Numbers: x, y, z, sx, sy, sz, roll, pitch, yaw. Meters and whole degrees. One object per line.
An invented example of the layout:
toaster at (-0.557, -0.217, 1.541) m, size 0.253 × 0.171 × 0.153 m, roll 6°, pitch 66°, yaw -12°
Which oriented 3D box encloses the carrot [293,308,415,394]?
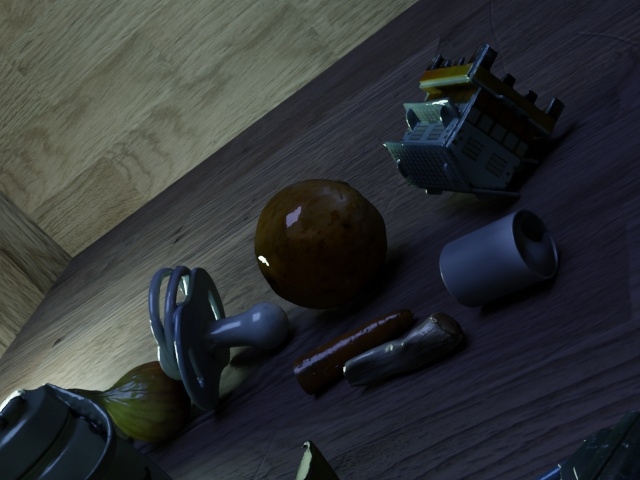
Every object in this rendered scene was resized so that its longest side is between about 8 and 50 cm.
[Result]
carrot at (0.056, 0.161, 1.481) m, size 0.209 × 0.061 × 0.061 m, roll -33°, pitch 21°, yaw 16°

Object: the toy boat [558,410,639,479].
toy boat at (0.222, 0.265, 0.856) m, size 0.085 × 0.078 × 0.260 m, roll 16°, pitch 59°, yaw 49°

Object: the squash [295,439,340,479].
squash at (-0.037, 0.330, 1.143) m, size 0.204 × 0.155 × 0.237 m, roll -33°, pitch 23°, yaw 25°

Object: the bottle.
bottle at (-0.393, 0.360, 1.501) m, size 0.229 × 0.352 × 0.229 m, roll -36°, pitch 19°, yaw 15°

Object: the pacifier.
pacifier at (-0.173, 0.157, 1.758) m, size 0.232 × 0.244 × 0.299 m, roll -8°, pitch 28°, yaw 8°

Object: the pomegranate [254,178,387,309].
pomegranate at (0.000, 0.000, 1.673) m, size 0.248 × 0.248 × 0.248 m, roll -38°, pitch 19°, yaw 16°

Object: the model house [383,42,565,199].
model house at (0.243, -0.178, 1.594) m, size 0.215 × 0.198 × 0.224 m, roll -59°, pitch 21°, yaw -6°

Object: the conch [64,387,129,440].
conch at (-0.499, 0.390, 1.955) m, size 0.324 × 0.186 × 0.263 m, roll -47°, pitch 37°, yaw -8°

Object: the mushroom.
mushroom at (0.113, 0.157, 1.353) m, size 0.202 × 0.059 × 0.054 m, roll -33°, pitch 18°, yaw 33°

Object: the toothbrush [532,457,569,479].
toothbrush at (0.289, 0.200, 0.956) m, size 0.275 × 0.019 × 0.025 m, roll -38°, pitch 27°, yaw 15°

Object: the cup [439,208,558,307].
cup at (0.253, 0.030, 1.316) m, size 0.133 × 0.136 × 0.099 m, roll -28°, pitch 57°, yaw 40°

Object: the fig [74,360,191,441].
fig at (-0.350, 0.313, 1.791) m, size 0.230 × 0.143 × 0.160 m, roll -20°, pitch 13°, yaw -26°
